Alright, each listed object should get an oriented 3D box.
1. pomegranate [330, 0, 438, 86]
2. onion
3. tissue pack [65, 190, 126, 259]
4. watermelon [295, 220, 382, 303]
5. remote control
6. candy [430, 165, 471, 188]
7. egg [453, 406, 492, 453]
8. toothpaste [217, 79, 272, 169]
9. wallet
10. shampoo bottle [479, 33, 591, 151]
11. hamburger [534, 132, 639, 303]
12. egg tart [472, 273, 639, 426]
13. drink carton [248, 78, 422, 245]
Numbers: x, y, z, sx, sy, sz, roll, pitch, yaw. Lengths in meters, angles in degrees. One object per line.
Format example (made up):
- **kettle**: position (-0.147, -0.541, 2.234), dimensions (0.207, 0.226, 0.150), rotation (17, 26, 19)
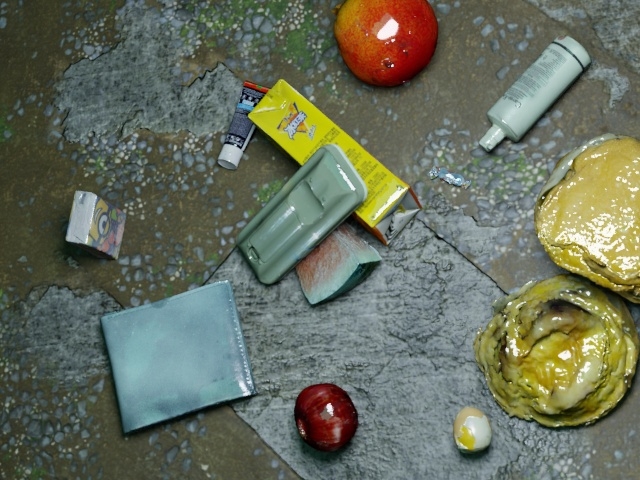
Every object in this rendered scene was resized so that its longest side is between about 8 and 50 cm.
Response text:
- **pomegranate**: position (0.122, -0.416, 1.942), dimensions (0.210, 0.210, 0.235), rotation (-43, 55, 1)
- **onion**: position (0.009, 0.327, 1.812), dimensions (0.131, 0.131, 0.131), rotation (-4, 74, 14)
- **tissue pack**: position (-0.462, -0.029, 2.024), dimensions (0.060, 0.148, 0.109), rotation (6, 78, 15)
- **watermelon**: position (0.000, 0.000, 1.929), dimensions (0.154, 0.094, 0.241), rotation (-43, 63, 27)
- **remote control**: position (-0.046, -0.043, 1.859), dimensions (0.335, 0.065, 0.128), rotation (-44, 73, 41)
- **candy**: position (0.253, -0.121, 1.919), dimensions (0.083, 0.020, 0.030), rotation (26, 84, 18)
- **egg**: position (0.272, 0.340, 1.763), dimensions (0.071, 0.071, 0.083), rotation (-13, 67, 12)
- **toothpaste**: position (-0.158, -0.243, 2.057), dimensions (0.071, 0.045, 0.194), rotation (17, 74, 11)
- **wallet**: position (-0.289, 0.229, 1.958), dimensions (0.290, 0.054, 0.251), rotation (-19, 72, 8)
- **shampoo bottle**: position (0.402, -0.274, 1.885), dimensions (0.262, 0.085, 0.085), rotation (-47, 69, 0)
- **hamburger**: position (0.529, -0.039, 1.733), dimensions (0.318, 0.158, 0.319), rotation (-8, 59, 13)
- **egg tart**: position (0.416, 0.191, 1.740), dimensions (0.297, 0.132, 0.297), rotation (-3, 80, 18)
- **drink carton**: position (0.027, -0.154, 1.918), dimensions (0.111, 0.154, 0.351), rotation (-47, 69, 0)
